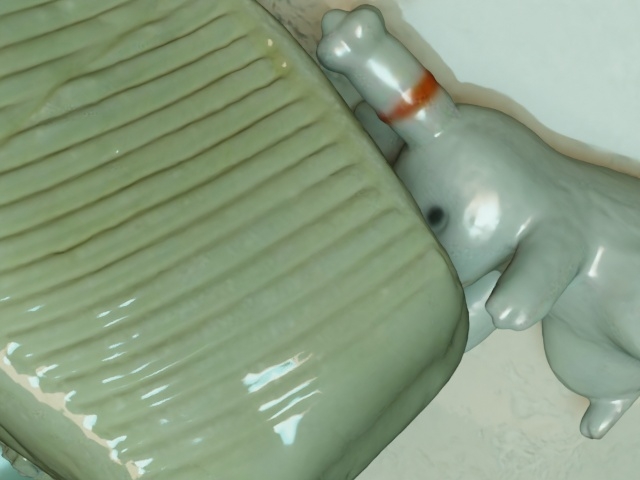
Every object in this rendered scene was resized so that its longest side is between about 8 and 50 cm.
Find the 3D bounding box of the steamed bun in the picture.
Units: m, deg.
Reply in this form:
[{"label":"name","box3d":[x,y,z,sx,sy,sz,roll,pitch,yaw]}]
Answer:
[{"label":"steamed bun","box3d":[-0.117,-0.016,0.821,0.247,0.236,0.383,-43,86,-18]}]

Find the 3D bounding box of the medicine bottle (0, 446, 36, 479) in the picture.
[{"label":"medicine bottle","box3d":[-0.213,0.129,0.934,0.216,0.090,0.090,-7,99,6]}]

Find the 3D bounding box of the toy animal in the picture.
[{"label":"toy animal","box3d":[0.098,-0.003,0.854,0.282,0.140,0.138,27,71,-7]}]
